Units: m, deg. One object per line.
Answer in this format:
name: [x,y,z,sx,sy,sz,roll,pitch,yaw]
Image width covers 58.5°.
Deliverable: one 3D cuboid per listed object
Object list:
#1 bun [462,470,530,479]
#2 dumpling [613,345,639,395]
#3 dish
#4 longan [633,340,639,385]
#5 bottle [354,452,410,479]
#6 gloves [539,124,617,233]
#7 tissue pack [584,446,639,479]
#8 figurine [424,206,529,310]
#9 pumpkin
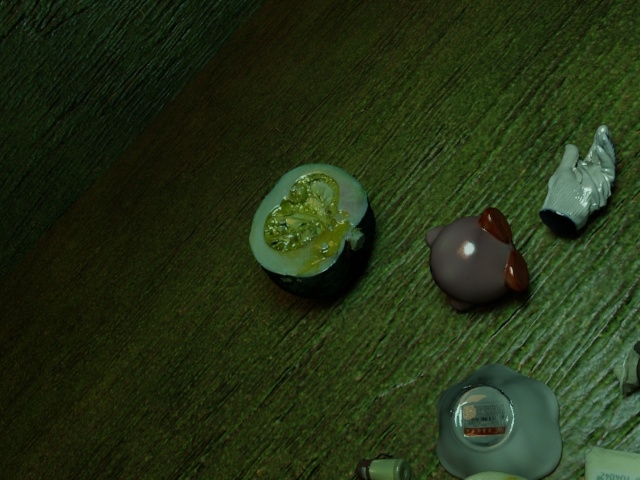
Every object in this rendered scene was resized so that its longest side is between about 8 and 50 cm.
bun: [0.267,0.457,0.828,0.230,0.145,0.229,1,64,-1]
dumpling: [0.483,0.201,0.893,0.077,0.059,0.043,-46,34,-3]
dish: [0.282,0.305,0.957,0.229,0.081,0.229,-19,51,26]
longan: [0.519,0.193,0.840,0.106,0.106,0.119,-39,59,8]
bottle: [0.111,0.418,1.037,0.101,0.047,0.063,-13,17,35]
gloves: [0.494,-0.117,1.081,0.119,0.097,0.229,23,81,40]
tissue pack: [0.479,0.396,0.592,0.380,0.207,0.297,-14,53,55]
figurine: [0.287,0.037,1.082,0.173,0.173,0.173,-20,51,26]
pumpkin: [0.000,0.000,1.309,0.263,0.197,0.293,24,70,32]
